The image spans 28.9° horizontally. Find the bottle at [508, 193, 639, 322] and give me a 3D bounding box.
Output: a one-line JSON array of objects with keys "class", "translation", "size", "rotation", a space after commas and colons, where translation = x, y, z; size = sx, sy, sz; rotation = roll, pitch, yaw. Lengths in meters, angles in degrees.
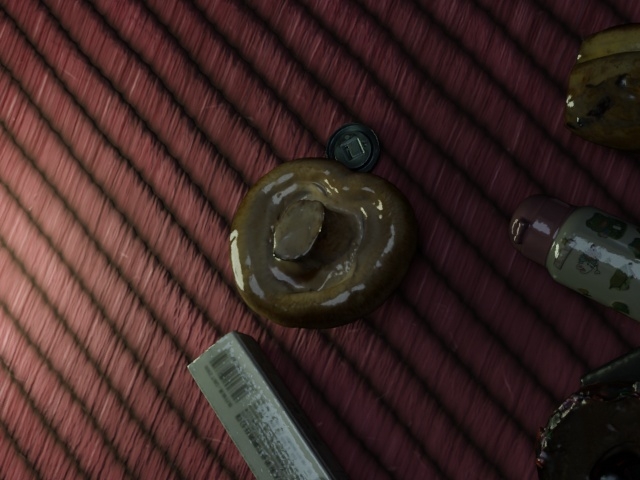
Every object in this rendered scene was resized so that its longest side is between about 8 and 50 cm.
[{"class": "bottle", "translation": [0.376, 0.019, 1.676], "size": [0.253, 0.120, 0.120], "rotation": [29, 91, 22]}]

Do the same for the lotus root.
[{"class": "lotus root", "translation": [0.465, -0.204, 1.651], "size": [0.291, 0.193, 0.193], "rotation": [2, 82, 19]}]

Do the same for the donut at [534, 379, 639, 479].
[{"class": "donut", "translation": [0.406, 0.300, 1.596], "size": [0.270, 0.103, 0.269], "rotation": [5, 101, 30]}]

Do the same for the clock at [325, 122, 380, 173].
[{"class": "clock", "translation": [0.050, -0.135, 1.864], "size": [0.085, 0.017, 0.085], "rotation": [-3, 81, 18]}]

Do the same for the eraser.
[{"class": "eraser", "translation": [-0.037, 0.319, 1.781], "size": [0.098, 0.096, 0.404], "rotation": [-38, 72, 8]}]

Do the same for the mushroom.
[{"class": "mushroom", "translation": [0.000, 0.000, 1.794], "size": [0.278, 0.146, 0.278], "rotation": [-6, 69, 16]}]

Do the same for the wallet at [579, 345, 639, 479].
[{"class": "wallet", "translation": [0.502, 0.183, 1.598], "size": [0.321, 0.044, 0.170], "rotation": [-35, 82, 32]}]
